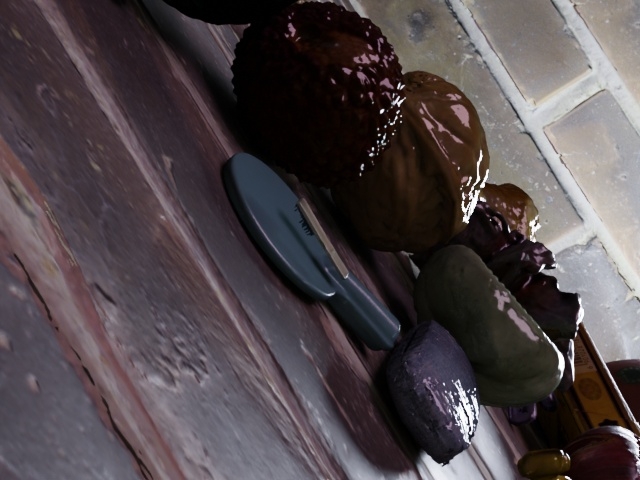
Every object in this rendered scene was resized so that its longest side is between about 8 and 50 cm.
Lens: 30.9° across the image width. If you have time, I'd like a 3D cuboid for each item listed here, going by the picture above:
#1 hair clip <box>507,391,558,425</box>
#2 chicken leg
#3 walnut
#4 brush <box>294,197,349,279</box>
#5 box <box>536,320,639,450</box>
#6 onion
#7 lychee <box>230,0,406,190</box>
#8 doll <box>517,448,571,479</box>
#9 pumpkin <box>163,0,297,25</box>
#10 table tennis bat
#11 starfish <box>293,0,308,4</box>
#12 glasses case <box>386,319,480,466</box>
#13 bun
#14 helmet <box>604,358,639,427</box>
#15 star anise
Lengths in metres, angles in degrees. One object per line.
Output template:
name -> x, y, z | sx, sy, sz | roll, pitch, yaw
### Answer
hair clip -> 0.283, 0.144, 1.720 | 0.090, 0.137, 0.278 | 25, 54, -53
chicken leg -> 0.243, -0.013, 1.910 | 0.409, 0.182, 0.295 | 38, 39, -49
walnut -> 0.103, -0.091, 1.363 | 0.245, 0.198, 0.198 | 74, -6, -54
brush -> 0.000, 0.000, 1.055 | 0.084, 0.013, 0.016 | 58, 24, -7
box -> 0.399, 0.279, 1.747 | 0.301, 0.084, 0.193 | -104, -176, -57
onion -> 0.330, 0.335, 1.324 | 0.248, 0.161, 0.248 | 47, 26, -31
lychee -> 0.000, -0.147, 1.207 | 0.188, 0.188, 0.188 | 54, 12, -18
doll -> 0.203, 0.336, 0.820 | 0.160, 0.094, 0.365 | 60, 25, -61
pumpkin -> -0.118, -0.306, 1.093 | 0.248, 0.248, 0.248 | 54, 12, -18
table tennis bat -> -0.007, 0.015, 1.077 | 0.244, 0.040, 0.153 | 48, 17, -24
starfish -> 0.017, -0.195, 1.603 | 0.358, 0.078, 0.347 | 56, 12, -9
glasses case -> 0.117, 0.146, 1.167 | 0.109, 0.067, 0.282 | 62, 9, 0
bun -> 0.187, 0.112, 1.373 | 0.212, 0.126, 0.204 | 52, 2, 20
helmet -> 0.592, 0.353, 2.038 | 0.385, 0.230, 0.337 | 57, 5, -36
star anise -> 0.237, 0.060, 1.556 | 0.332, 0.117, 0.332 | 46, -15, 16
